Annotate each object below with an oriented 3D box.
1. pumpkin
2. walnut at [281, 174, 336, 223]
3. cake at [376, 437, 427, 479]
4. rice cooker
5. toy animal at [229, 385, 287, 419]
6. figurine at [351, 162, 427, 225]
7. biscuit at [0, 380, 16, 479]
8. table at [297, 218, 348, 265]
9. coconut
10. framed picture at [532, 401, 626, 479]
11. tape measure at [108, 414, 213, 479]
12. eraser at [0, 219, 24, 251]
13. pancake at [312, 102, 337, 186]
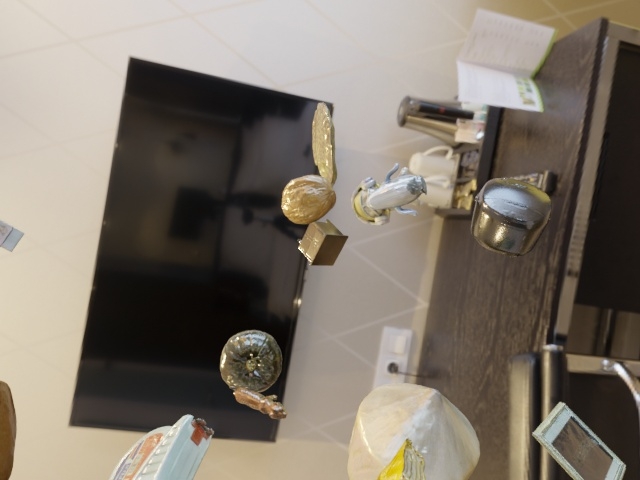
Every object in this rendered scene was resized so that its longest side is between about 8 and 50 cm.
[{"bbox_3d":[-0.240,0.421,1.755,0.157,0.223,0.224,-160,80,-85],"label":"pumpkin"},{"bbox_3d":[-0.024,-0.085,1.052,0.124,0.105,0.105,-11,63,33],"label":"walnut"},{"bbox_3d":[0.164,0.404,0.882,0.116,0.079,0.185,-43,-17,-27],"label":"cake"},{"bbox_3d":[0.365,-0.048,0.979,0.203,0.142,0.118,-40,-34,-56],"label":"rice cooker"},{"bbox_3d":[-0.188,0.477,1.518,0.099,0.241,0.057,44,-116,-58],"label":"toy animal"},{"bbox_3d":[0.170,-0.108,1.218,0.183,0.208,0.129,-20,91,37],"label":"figurine"},{"bbox_3d":[-0.577,0.260,0.814,0.277,0.052,0.262,73,-175,-54],"label":"biscuit"},{"bbox_3d":[0.000,0.000,1.153,0.082,0.070,0.083,47,121,39],"label":"table"},{"bbox_3d":[0.215,0.465,1.163,0.329,0.328,0.329,-171,90,-79],"label":"coconut"},{"bbox_3d":[0.688,0.551,1.330,0.231,0.293,0.018,48,117,26],"label":"framed picture"},{"bbox_3d":[-0.403,0.581,1.255,0.246,0.125,0.243,-26,22,27],"label":"tape measure"},{"bbox_3d":[-0.510,-0.017,0.786,0.019,0.083,0.038,-13,49,56],"label":"eraser"},{"bbox_3d":[0.009,-0.243,1.300,0.212,0.029,0.235,100,161,-55],"label":"pancake"}]
